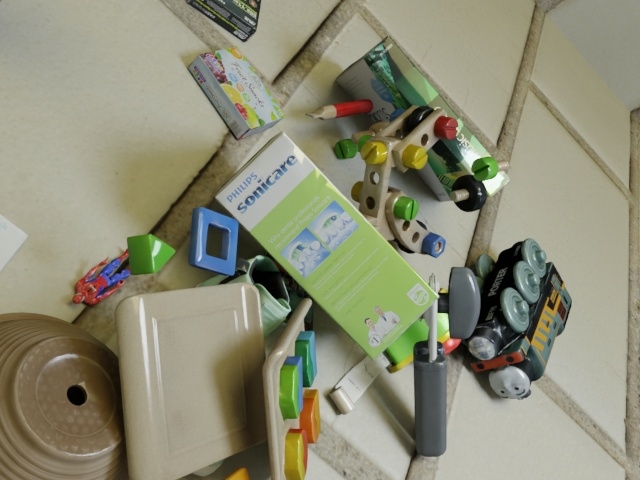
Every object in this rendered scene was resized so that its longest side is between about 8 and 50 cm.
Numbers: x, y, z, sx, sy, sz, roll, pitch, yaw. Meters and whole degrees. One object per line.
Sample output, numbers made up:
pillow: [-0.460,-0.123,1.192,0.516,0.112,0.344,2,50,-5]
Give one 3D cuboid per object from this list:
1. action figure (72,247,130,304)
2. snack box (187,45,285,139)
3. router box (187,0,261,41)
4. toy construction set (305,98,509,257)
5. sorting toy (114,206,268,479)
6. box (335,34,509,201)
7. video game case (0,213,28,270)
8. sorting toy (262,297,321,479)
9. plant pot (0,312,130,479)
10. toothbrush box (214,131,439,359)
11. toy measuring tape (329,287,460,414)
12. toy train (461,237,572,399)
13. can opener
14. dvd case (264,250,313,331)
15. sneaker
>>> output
action figure: [-0.250,0.043,0.940,0.038,0.030,0.115,55,39,-8]
snack box: [-0.131,-0.235,1.271,0.141,0.037,0.100,55,36,1]
router box: [-0.162,-0.409,1.371,0.122,0.038,0.092,30,44,-29]
toy construction set: [0.074,-0.103,1.272,0.237,0.257,0.309,-15,53,-38]
sorting toy: [-0.132,0.141,0.822,0.196,0.047,0.347,-3,87,-56]
box: [0.174,-0.205,1.442,0.058,0.232,0.322,-45,99,-8]
video game case: [-0.397,0.002,0.818,0.143,0.019,0.157,41,39,-18]
sorting toy: [-0.028,0.189,0.913,0.193,0.038,0.208,-57,149,-74]
plant pot: [-0.259,0.165,0.769,0.237,0.110,0.237,27,45,-30]
toothbrush box: [0.000,0.000,1.062,0.283,0.122,0.206,45,0,-7]
toy measuring tape: [0.134,0.148,1.199,0.121,0.121,0.330,55,37,1]
toy train: [0.351,0.133,1.433,0.190,0.142,0.334,57,36,-13]
can opener: [0.168,0.174,1.117,0.074,0.093,0.280,-72,165,-67]
dvd case: [-0.046,0.072,1.147,0.087,0.013,0.119,28,43,-31]
sneaker: [-0.105,0.131,0.925,0.094,0.151,0.255,29,45,-32]
